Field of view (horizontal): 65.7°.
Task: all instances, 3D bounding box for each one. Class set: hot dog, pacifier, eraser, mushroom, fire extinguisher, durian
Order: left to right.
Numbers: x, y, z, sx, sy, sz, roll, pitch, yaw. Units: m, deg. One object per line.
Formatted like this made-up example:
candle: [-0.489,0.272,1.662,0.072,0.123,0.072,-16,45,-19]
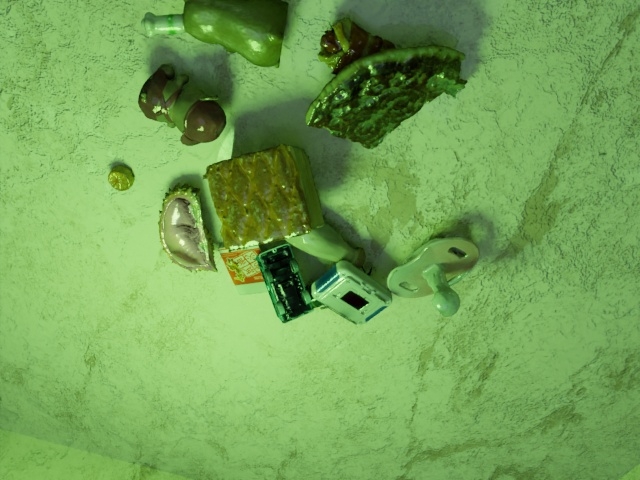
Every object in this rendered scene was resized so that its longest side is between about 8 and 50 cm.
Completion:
durian: [-0.461,-0.046,1.714,0.191,0.112,0.341,1,118,19]
eraser: [-0.264,0.100,1.829,0.157,0.038,0.230,-9,124,14]
mushroom: [0.000,0.000,1.671,0.350,0.128,0.128,32,124,-20]
fire extinguisher: [0.069,0.172,1.803,0.295,0.093,0.118,-21,79,21]
hot dog: [0.099,-0.489,1.305,0.213,0.103,0.146,18,124,-10]
pacifier: [0.379,0.114,1.645,0.220,0.273,0.332,47,120,-5]

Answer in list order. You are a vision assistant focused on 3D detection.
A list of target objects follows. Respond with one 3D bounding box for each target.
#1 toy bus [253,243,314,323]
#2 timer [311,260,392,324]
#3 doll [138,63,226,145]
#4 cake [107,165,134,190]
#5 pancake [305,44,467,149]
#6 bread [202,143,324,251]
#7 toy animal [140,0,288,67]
toy bus: [-0.131,0.143,1.727,0.128,0.147,0.255,-21,97,-15]
timer: [0.110,0.189,1.705,0.253,0.078,0.178,34,121,-25]
doll: [-0.389,-0.376,1.431,0.256,0.152,0.196,29,158,5]
cake: [-0.666,-0.208,1.658,0.084,0.044,0.084,5,126,6]
pancake: [0.180,-0.398,1.335,0.427,0.066,0.305,-30,147,27]
bread: [-0.161,-0.131,1.493,0.279,0.207,0.278,-15,92,15]
toy animal: [-0.252,-0.567,1.265,0.363,0.180,0.181,19,120,2]
